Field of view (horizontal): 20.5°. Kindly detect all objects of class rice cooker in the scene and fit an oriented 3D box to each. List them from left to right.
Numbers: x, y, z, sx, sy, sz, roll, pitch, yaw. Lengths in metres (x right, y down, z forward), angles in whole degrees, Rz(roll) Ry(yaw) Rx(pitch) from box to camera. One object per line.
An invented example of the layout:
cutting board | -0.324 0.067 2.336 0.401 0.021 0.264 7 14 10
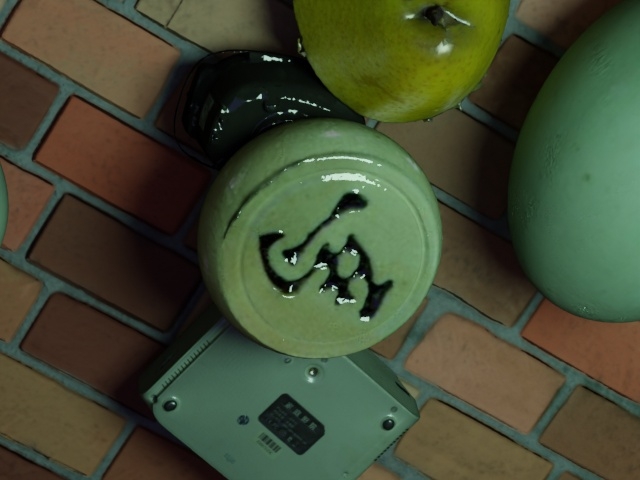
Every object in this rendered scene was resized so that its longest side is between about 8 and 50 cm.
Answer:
rice cooker | -0.049 -0.122 1.842 0.203 0.118 0.142 9 113 -19

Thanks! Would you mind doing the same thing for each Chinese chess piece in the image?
Chinese chess piece | 0.000 0.000 1.789 0.250 0.101 0.250 -6 115 -12

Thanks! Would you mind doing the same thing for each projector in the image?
projector | -0.044 0.172 1.956 0.198 0.108 0.250 -44 107 10

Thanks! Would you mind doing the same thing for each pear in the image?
pear | 0.108 -0.248 1.750 0.267 0.178 0.267 0 91 -22

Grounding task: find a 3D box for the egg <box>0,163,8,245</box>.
egg | -0.421 -0.069 1.800 0.183 0.183 0.264 -23 103 4

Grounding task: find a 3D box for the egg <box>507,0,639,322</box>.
egg | 0.347 -0.092 1.800 0.276 0.276 0.389 28 108 -13
